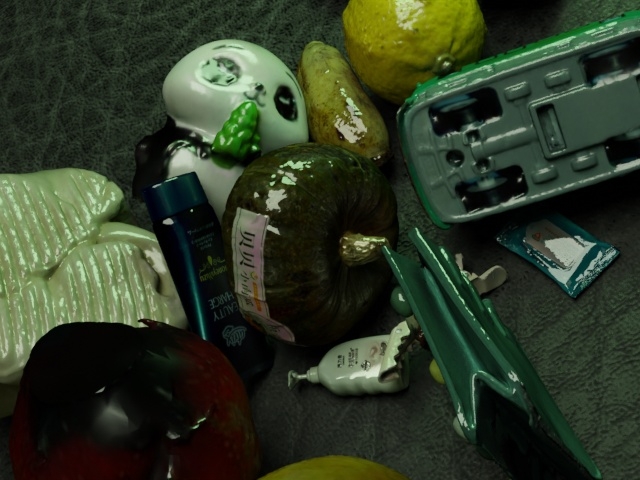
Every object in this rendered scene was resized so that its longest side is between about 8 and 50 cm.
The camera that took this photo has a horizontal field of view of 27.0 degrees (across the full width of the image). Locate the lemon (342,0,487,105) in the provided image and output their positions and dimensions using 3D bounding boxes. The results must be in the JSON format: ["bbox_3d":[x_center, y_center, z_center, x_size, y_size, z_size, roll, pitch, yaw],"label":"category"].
[{"bbox_3d":[0.128,-0.281,1.817,0.192,0.192,0.231,-32,42,0],"label":"lemon"}]

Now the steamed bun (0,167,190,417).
[{"bbox_3d":[-0.376,0.090,1.732,0.367,0.255,0.342,-9,54,-27],"label":"steamed bun"}]

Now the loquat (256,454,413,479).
[{"bbox_3d":[0.006,0.389,1.353,0.359,0.328,0.328,-59,42,31],"label":"loquat"}]

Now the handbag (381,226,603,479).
[{"bbox_3d":[0.176,0.152,1.457,0.100,0.269,0.274,-35,50,9],"label":"handbag"}]

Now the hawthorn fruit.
[{"bbox_3d":[-0.210,0.222,1.489,0.315,0.316,0.316,-12,53,16],"label":"hawthorn fruit"}]

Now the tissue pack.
[{"bbox_3d":[0.293,0.006,1.657,0.085,0.028,0.138,-46,57,-7],"label":"tissue pack"}]

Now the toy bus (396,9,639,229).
[{"bbox_3d":[0.275,-0.158,1.660,0.343,0.184,0.199,-17,15,12],"label":"toy bus"}]

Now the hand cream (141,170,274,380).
[{"bbox_3d":[-0.143,0.050,1.673,0.061,0.120,0.271,-18,93,38],"label":"hand cream"}]

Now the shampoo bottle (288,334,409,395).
[{"bbox_3d":[0.032,0.159,1.651,0.151,0.045,0.077,-10,54,18],"label":"shampoo bottle"}]

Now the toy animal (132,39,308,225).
[{"bbox_3d":[-0.129,-0.135,1.795,0.212,0.212,0.267,29,98,36],"label":"toy animal"}]

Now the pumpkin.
[{"bbox_3d":[0.003,0.001,1.642,0.189,0.260,0.260,16,65,33],"label":"pumpkin"}]

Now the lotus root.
[{"bbox_3d":[0.020,-0.181,1.855,0.097,0.110,0.258,4,39,-29],"label":"lotus root"}]

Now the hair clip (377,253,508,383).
[{"bbox_3d":[0.130,0.091,1.628,0.072,0.034,0.226,28,56,37],"label":"hair clip"}]
